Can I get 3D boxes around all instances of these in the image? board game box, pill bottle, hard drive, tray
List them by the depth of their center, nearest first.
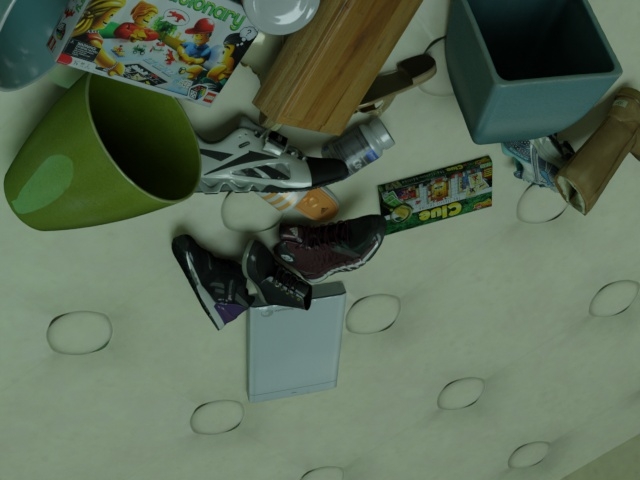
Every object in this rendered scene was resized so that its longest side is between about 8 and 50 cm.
[{"bbox_3d":[-0.249,-0.331,1.433,0.305,0.053,0.193,9,126,-46],"label":"board game box"},{"bbox_3d":[-0.084,-0.434,1.453,0.124,0.221,0.124,-11,134,-11],"label":"pill bottle"},{"bbox_3d":[0.064,-0.378,1.566,0.203,0.076,0.411,1,125,-55],"label":"tray"},{"bbox_3d":[0.077,-0.186,1.844,0.137,0.078,0.078,-32,134,11],"label":"pill bottle"},{"bbox_3d":[0.258,-0.098,2.028,0.259,0.030,0.136,-16,137,-5],"label":"board game box"},{"bbox_3d":[-0.064,0.255,2.226,0.233,0.047,0.353,-8,133,-13],"label":"hard drive"}]

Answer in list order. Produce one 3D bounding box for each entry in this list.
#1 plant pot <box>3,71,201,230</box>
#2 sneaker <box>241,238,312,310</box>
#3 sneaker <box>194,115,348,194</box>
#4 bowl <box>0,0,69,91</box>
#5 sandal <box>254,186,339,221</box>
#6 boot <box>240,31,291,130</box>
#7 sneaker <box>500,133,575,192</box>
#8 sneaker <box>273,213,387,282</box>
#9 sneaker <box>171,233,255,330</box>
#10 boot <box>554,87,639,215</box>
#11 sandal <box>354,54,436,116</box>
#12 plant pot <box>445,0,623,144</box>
[{"bbox_3d":[-0.411,-0.135,1.615,0.293,0.275,0.275,-25,137,27],"label":"plant pot"},{"bbox_3d":[-0.089,0.074,1.986,0.118,0.083,0.222,11,153,22],"label":"sneaker"},{"bbox_3d":[-0.107,-0.165,1.748,0.330,0.122,0.146,-1,100,-9],"label":"sneaker"},{"bbox_3d":[-0.443,-0.391,1.345,0.163,0.311,0.311,37,118,0],"label":"bowl"},{"bbox_3d":[-0.047,-0.095,1.884,0.265,0.076,0.102,30,116,-38],"label":"sandal"},{"bbox_3d":[-0.129,-0.322,1.630,0.203,0.095,0.262,4,131,-22],"label":"boot"},{"bbox_3d":[0.494,-0.170,2.015,0.122,0.110,0.283,-24,135,28],"label":"sneaker"},{"bbox_3d":[0.000,0.000,1.930,0.162,0.106,0.281,28,141,-27],"label":"sneaker"},{"bbox_3d":[-0.226,0.066,1.973,0.124,0.107,0.283,-31,140,-11],"label":"sneaker"},{"bbox_3d":[0.631,-0.163,1.979,0.269,0.089,0.236,-52,123,-16],"label":"boot"},{"bbox_3d":[0.119,-0.277,1.771,0.240,0.088,0.079,-24,136,-7],"label":"sandal"},{"bbox_3d":[0.371,-0.314,1.726,0.247,0.247,0.252,-7,150,-14],"label":"plant pot"}]
